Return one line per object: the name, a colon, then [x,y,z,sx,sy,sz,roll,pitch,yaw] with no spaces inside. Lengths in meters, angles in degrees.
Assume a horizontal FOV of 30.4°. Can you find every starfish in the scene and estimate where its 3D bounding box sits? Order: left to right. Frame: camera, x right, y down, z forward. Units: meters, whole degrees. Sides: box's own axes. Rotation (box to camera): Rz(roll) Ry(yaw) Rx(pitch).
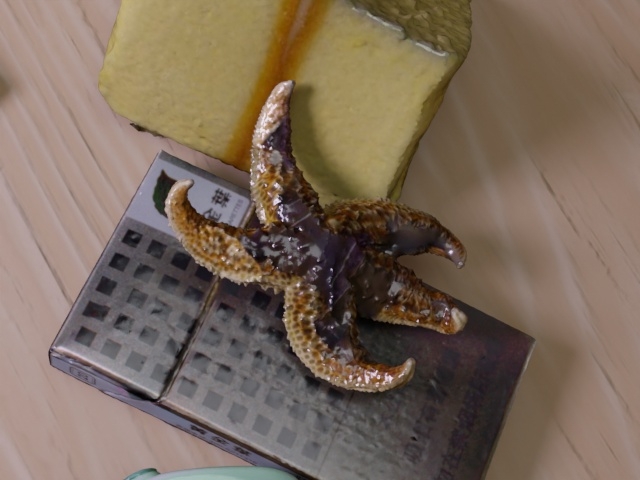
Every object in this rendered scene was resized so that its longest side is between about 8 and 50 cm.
starfish: [-0.002,0.001,0.850,0.238,0.071,0.215,9,67,-28]

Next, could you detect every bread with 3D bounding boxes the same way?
bread: [-0.021,-0.173,0.959,0.264,0.198,0.236,25,36,-8]

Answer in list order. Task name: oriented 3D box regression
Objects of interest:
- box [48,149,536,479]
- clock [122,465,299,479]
box: [-0.016,0.083,0.882,0.325,0.047,0.180,27,67,-3]
clock: [-0.099,0.227,0.804,0.189,0.060,0.148,7,70,-10]
